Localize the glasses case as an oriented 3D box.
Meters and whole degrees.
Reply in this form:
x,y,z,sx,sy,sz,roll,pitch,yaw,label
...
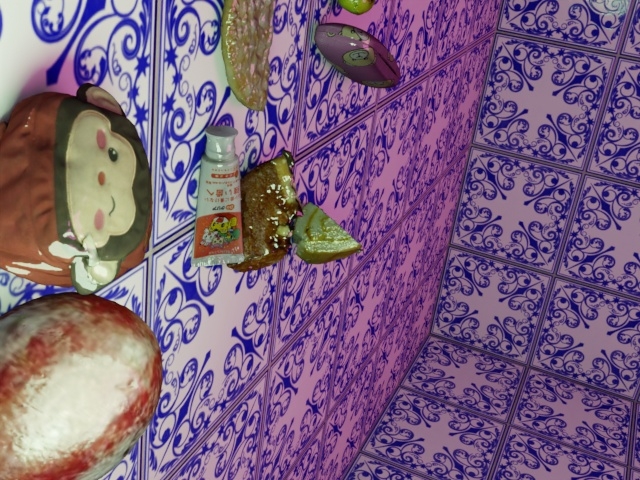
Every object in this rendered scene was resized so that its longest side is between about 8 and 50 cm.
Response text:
x,y,z,sx,sy,sz,roll,pitch,yaw,label
0.080,-0.369,1.584,0.316,0.123,0.076,10,98,-73,glasses case

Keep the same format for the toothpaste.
x,y,z,sx,sy,sz,roll,pitch,yaw,label
-0.161,-0.064,1.240,0.057,0.089,0.234,-125,-145,-53,toothpaste

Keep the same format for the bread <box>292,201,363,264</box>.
x,y,z,sx,sy,sz,roll,pitch,yaw,label
0.003,0.005,1.669,0.110,0.156,0.103,-48,166,-11,bread

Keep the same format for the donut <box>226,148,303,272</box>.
x,y,z,sx,sy,sz,roll,pitch,yaw,label
-0.098,-0.046,1.377,0.126,0.144,0.187,61,20,-75,donut

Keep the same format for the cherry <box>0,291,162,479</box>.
x,y,z,sx,sy,sz,roll,pitch,yaw,label
-0.288,0.173,0.824,0.230,0.203,0.300,-31,-166,50,cherry

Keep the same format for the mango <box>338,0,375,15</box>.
x,y,z,sx,sy,sz,roll,pitch,yaw,label
0.074,-0.505,1.533,0.091,0.074,0.165,78,21,-46,mango

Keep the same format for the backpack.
x,y,z,sx,sy,sz,roll,pitch,yaw,label
-0.261,-0.046,0.851,0.229,0.138,0.229,-3,90,-72,backpack

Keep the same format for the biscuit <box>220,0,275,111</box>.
x,y,z,sx,sy,sz,roll,pitch,yaw,label
-0.111,-0.331,1.185,0.141,0.038,0.290,-35,137,-61,biscuit
